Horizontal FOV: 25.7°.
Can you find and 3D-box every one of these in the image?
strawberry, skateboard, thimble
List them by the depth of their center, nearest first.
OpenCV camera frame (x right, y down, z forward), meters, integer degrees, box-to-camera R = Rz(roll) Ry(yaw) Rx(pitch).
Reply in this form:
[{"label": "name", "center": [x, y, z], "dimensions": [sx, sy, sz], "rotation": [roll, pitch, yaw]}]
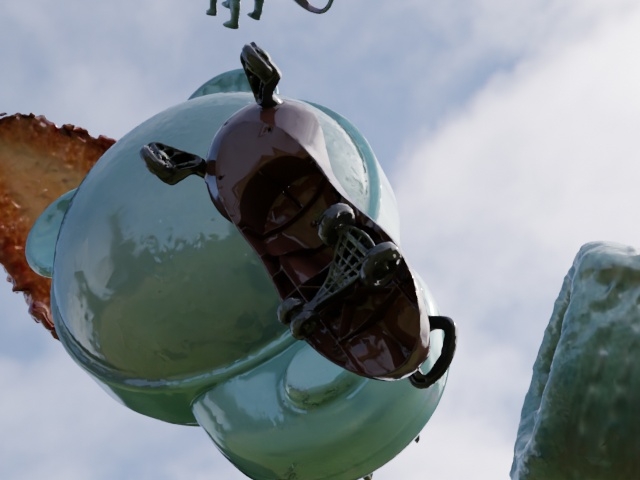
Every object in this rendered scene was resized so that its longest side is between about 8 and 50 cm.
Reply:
[{"label": "skateboard", "center": [0.000, 0.000, 0.545], "dimensions": [0.067, 0.151, 0.080], "rotation": [-43, -34, 10]}, {"label": "strawberry", "center": [-0.185, -0.016, 1.110], "dimensions": [0.167, 0.208, 0.087], "rotation": [-35, -1, -14]}, {"label": "thimble", "center": [0.244, 0.112, 1.110], "dimensions": [0.143, 0.198, 0.235], "rotation": [15, -60, 6]}]

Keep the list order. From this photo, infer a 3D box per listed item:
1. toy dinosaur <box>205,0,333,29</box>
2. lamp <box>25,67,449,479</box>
[{"label": "toy dinosaur", "center": [-0.067, -0.230, 1.229], "dimensions": [0.045, 0.197, 0.080], "rotation": [-26, -46, -46]}, {"label": "lamp", "center": [-0.042, 0.022, 0.798], "dimensions": [0.209, 0.284, 0.147], "rotation": [-39, -25, -4]}]
